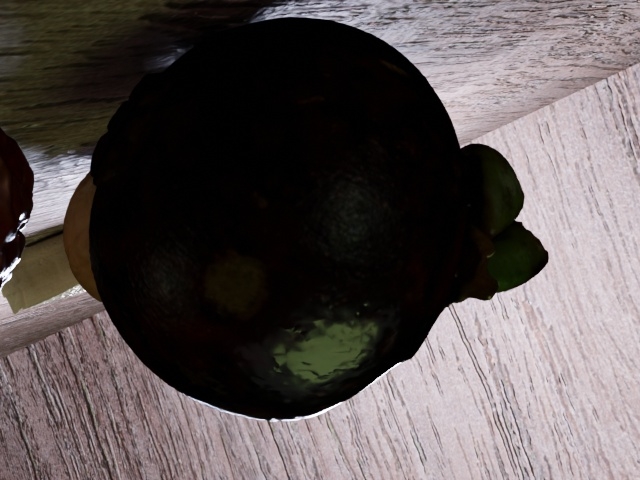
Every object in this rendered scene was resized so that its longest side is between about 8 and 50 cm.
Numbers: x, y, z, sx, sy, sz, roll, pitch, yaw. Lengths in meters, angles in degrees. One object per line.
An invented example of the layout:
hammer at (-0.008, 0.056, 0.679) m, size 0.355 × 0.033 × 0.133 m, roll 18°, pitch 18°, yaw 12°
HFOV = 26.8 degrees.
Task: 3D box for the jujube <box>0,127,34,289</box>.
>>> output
jujube at (-0.245, -0.022, 0.791) m, size 0.155 × 0.155 × 0.230 m, roll -22°, pitch -175°, yaw -3°

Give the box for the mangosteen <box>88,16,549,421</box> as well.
mangosteen at (0.000, 0.000, 1.017) m, size 0.306 × 0.359 × 0.306 m, roll -51°, pitch -161°, yaw 25°

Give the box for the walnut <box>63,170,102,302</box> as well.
walnut at (-0.139, -0.012, 1.293) m, size 0.221 × 0.195 × 0.195 m, roll -23°, pitch 177°, yaw 34°

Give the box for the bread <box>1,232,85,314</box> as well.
bread at (-0.324, 0.033, 1.710) m, size 0.152 × 0.077 × 0.105 m, roll -21°, pitch 176°, yaw 4°
